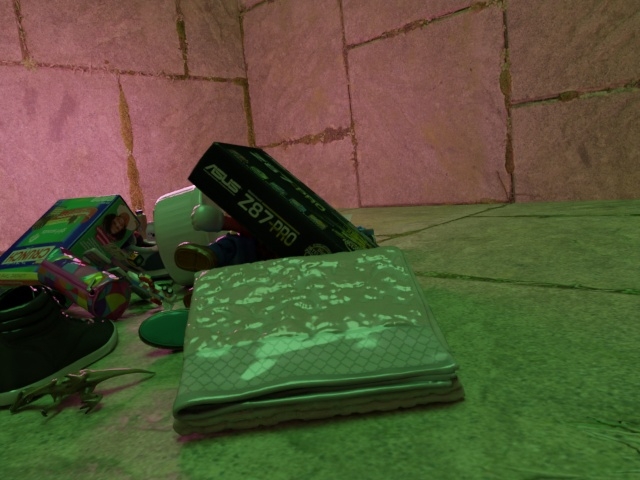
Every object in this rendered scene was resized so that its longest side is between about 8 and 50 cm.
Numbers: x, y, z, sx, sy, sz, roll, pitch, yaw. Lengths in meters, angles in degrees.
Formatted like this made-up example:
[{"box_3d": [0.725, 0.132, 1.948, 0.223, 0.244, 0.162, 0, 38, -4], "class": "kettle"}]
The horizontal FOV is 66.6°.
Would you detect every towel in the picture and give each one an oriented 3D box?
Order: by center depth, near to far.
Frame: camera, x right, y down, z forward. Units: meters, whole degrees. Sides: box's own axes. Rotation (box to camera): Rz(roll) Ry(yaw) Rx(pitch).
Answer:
[{"box_3d": [-0.017, 0.106, 0.655, 0.332, 0.053, 0.317, -6, 27, -5], "class": "towel"}, {"box_3d": [-0.471, 0.113, 1.372, 0.113, 0.023, 0.152, -9, 9, -13], "class": "towel"}]

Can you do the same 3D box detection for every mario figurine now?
[{"box_3d": [-0.194, 0.036, 1.004, 0.170, 0.198, 0.320, 32, 22, 9], "class": "mario figurine"}]

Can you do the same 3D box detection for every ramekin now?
[{"box_3d": [-0.332, -0.011, 1.296, 0.135, 0.277, 0.277, -13, 8, 1], "class": "ramekin"}]

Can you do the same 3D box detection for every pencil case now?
[{"box_3d": [-0.518, 0.093, 1.066, 0.236, 0.104, 0.104, 18, 20, 31], "class": "pencil case"}]

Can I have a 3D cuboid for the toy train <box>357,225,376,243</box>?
[{"box_3d": [0.089, 0.007, 1.518, 0.184, 0.080, 0.105, -8, 16, -14], "class": "toy train"}]

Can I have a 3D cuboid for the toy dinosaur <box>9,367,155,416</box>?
[{"box_3d": [-0.314, 0.186, 0.643, 0.183, 0.053, 0.093, -9, 7, -21], "class": "toy dinosaur"}]

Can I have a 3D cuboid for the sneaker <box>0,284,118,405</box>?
[{"box_3d": [-0.420, 0.131, 0.778, 0.105, 0.146, 0.296, -7, 7, 4], "class": "sneaker"}]

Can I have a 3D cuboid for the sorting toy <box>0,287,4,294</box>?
[{"box_3d": [-0.881, 0.181, 1.045, 0.126, 0.127, 0.365, -36, -12, 31], "class": "sorting toy"}]

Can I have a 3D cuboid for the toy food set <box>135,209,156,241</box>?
[{"box_3d": [-0.553, -0.057, 1.621, 0.232, 0.104, 0.111, -4, 9, 18], "class": "toy food set"}]

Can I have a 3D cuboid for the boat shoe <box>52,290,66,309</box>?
[{"box_3d": [-0.626, 0.150, 1.019, 0.079, 0.084, 0.233, -6, 5, 3], "class": "boat shoe"}]

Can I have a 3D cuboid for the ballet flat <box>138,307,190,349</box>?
[{"box_3d": [-0.200, 0.149, 0.835, 0.206, 0.073, 0.067, -5, -20, -12], "class": "ballet flat"}]

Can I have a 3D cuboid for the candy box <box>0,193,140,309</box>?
[{"box_3d": [-0.685, 0.025, 1.297, 0.268, 0.122, 0.317, -1, 45, 28], "class": "candy box"}]

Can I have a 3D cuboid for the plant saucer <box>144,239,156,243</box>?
[{"box_3d": [-0.545, 0.036, 1.689, 0.401, 0.100, 0.400, -7, 8, 1], "class": "plant saucer"}]

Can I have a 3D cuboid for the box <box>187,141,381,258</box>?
[{"box_3d": [-0.034, -0.032, 0.968, 0.097, 0.395, 0.318, -50, -1, 10], "class": "box"}]

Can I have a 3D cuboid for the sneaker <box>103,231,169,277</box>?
[{"box_3d": [-0.555, 0.040, 1.388, 0.319, 0.131, 0.112, -4, 11, 2], "class": "sneaker"}]

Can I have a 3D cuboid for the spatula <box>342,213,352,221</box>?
[{"box_3d": [0.000, 0.000, 1.443, 0.168, 0.019, 0.242, -9, 30, 23], "class": "spatula"}]

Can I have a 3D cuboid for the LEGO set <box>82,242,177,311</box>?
[{"box_3d": [-0.420, 0.085, 1.066, 0.244, 0.182, 0.060, -10, 41, 47], "class": "LEGO set"}]
